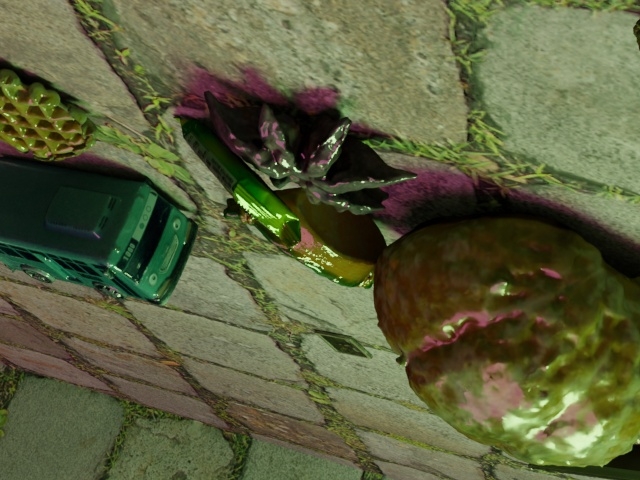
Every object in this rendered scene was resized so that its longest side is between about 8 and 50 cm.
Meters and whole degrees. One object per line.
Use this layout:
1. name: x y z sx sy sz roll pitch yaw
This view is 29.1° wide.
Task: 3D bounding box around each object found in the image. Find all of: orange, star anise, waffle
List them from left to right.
1. waffle: -0.330 -0.141 1.320 0.183 0.036 0.169 30 156 -30
2. star anise: -0.009 -0.077 1.145 0.181 0.061 0.204 2 156 42
3. orange: 0.223 0.115 1.256 0.369 0.210 0.271 26 150 -17

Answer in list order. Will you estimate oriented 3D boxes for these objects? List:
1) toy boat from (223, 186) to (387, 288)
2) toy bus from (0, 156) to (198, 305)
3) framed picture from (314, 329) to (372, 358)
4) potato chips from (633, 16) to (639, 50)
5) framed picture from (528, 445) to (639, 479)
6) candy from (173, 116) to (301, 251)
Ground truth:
1. toy boat: 0.000 0.000 1.320 0.088 0.088 0.230 -19 145 41
2. toy bus: -0.296 -0.015 1.517 0.256 0.128 0.147 11 159 29
3. framed picture: 0.036 0.161 1.905 0.066 0.006 0.089 9 160 29
4. potato chips: 0.376 -0.084 0.666 0.358 0.070 0.429 44 149 -24
5. framed picture: 0.383 0.190 1.333 0.274 0.217 0.017 -1 127 50
6. candy: -0.080 -0.062 1.199 0.102 0.032 0.178 44 -177 -36
